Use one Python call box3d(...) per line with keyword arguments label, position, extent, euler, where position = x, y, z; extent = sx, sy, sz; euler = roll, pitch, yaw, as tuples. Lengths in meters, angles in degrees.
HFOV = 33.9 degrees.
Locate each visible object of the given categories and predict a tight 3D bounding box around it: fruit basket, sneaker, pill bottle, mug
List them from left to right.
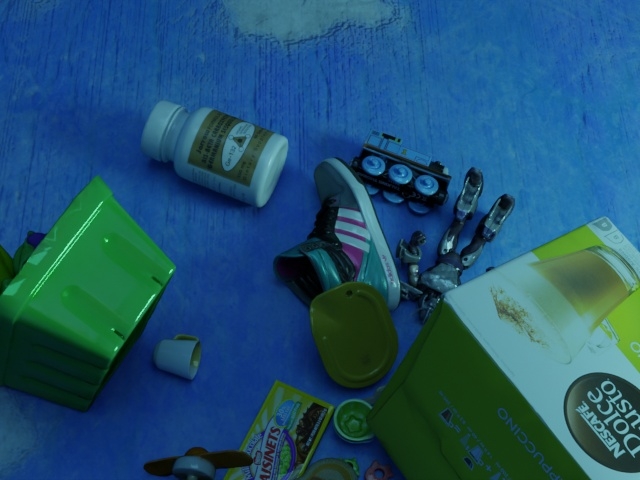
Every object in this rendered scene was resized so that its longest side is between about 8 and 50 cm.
box3d(label="fruit basket", position=(-0.432, 0.064, 1.496), extent=(0.392, 0.392, 0.283), euler=(27, 60, 9))
box3d(label="mug", position=(-0.223, 0.181, 1.640), extent=(0.064, 0.078, 0.062), euler=(9, 91, 9))
box3d(label="pill bottle", position=(-0.182, -0.155, 1.796), extent=(0.229, 0.131, 0.131), euler=(21, 59, 6))
box3d(label="sneaker", position=(0.000, 0.000, 1.736), extent=(0.178, 0.124, 0.296), euler=(-10, 61, -23))

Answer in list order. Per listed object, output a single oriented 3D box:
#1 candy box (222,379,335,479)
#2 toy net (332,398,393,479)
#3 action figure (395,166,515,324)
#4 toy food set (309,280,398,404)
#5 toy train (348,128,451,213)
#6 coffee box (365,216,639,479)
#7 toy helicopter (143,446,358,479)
box3d(label="candy box", position=(-0.066, 0.318, 1.584), extent=(0.105, 0.027, 0.206), euler=(22, 59, 11))
box3d(label="toy net", position=(0.133, 0.310, 1.601), extent=(0.232, 0.045, 0.122), euler=(4, 58, -5))
box3d(label="action figure", position=(0.225, 0.024, 1.758), extent=(0.185, 0.099, 0.285), euler=(30, 64, 1))
box3d(label="toy food set", position=(0.050, 0.156, 1.647), extent=(0.128, 0.218, 0.071), euler=(-24, 22, -13))
box3d(label="toy train", position=(0.144, -0.120, 1.847), extent=(0.184, 0.080, 0.105), euler=(20, 53, 6))
box3d(label="coffee box", position=(0.324, 0.237, 1.462), extent=(0.334, 0.338, 0.338), euler=(-22, 62, -33))
box3d(label="toy helicopter", position=(-0.121, 0.373, 1.466), extent=(0.355, 0.140, 0.235), euler=(-17, 50, -6))
